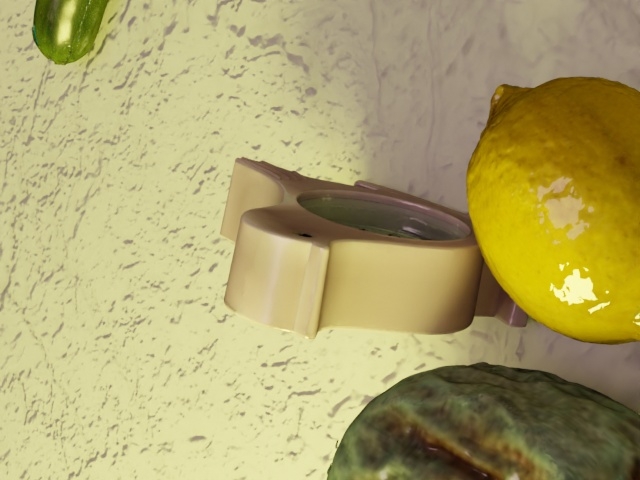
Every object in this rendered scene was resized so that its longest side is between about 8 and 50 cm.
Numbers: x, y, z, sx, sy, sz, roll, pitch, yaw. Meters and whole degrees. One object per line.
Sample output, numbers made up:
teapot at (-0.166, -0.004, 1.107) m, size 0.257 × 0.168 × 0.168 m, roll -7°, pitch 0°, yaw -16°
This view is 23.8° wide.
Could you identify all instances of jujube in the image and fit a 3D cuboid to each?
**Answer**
jujube at (0.160, 0.226, 1.206) m, size 0.308 × 0.215 × 0.246 m, roll 30°, pitch 86°, yaw 43°

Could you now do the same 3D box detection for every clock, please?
clock at (0.000, 0.000, 1.325) m, size 0.290 × 0.275 × 0.080 m, roll 24°, pitch 109°, yaw 45°

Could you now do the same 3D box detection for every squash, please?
squash at (-0.247, -0.348, 1.699) m, size 0.087 × 0.087 × 0.331 m, roll 44°, pitch 117°, yaw 35°

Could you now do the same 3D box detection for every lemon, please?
lemon at (0.212, -0.023, 1.182) m, size 0.188 × 0.188 × 0.257 m, roll -45°, pitch 63°, yaw 32°
